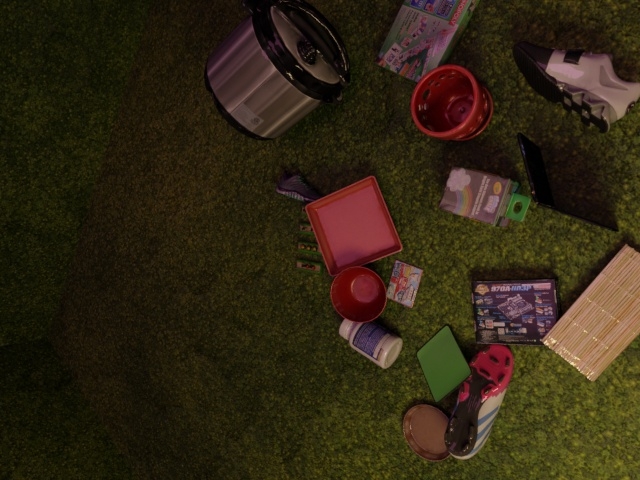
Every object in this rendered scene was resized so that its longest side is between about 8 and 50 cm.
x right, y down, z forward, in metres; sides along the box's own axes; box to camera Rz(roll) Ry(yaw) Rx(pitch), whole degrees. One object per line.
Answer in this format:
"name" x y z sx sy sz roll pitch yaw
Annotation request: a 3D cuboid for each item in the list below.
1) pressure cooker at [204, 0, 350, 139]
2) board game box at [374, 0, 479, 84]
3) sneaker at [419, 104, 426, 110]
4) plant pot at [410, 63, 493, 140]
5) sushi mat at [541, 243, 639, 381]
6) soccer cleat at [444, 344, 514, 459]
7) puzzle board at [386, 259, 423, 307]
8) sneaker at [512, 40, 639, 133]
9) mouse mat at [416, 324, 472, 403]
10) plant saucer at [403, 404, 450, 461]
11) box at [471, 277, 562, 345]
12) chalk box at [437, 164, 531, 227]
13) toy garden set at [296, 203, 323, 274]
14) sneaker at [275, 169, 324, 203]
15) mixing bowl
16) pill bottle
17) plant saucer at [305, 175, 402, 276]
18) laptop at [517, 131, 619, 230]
"pressure cooker" -0.123 -0.572 1.535 0.420 0.370 0.375 -30 77 36
"board game box" 0.323 -0.644 1.410 0.214 0.046 0.317 38 111 28
"sneaker" 0.318 -0.405 1.424 0.083 0.032 0.036 -30 73 33
"plant pot" 0.370 -0.370 1.299 0.191 0.174 0.191 0 91 35
"sushi mat" 0.700 0.176 1.128 0.151 0.019 0.316 39 105 21
"soccer cleat" 0.443 0.446 1.303 0.116 0.143 0.331 23 80 39
"puzzle board" 0.264 0.137 1.481 0.096 0.011 0.128 21 103 34
"sneaker" 0.632 -0.416 1.161 0.146 0.122 0.330 -43 64 8
"mouse mat" 0.354 0.356 1.359 0.152 0.007 0.189 -51 29 25
"plant saucer" 0.334 0.582 1.424 0.169 0.029 0.168 0 89 35
"box" 0.528 0.192 1.266 0.220 0.051 0.175 -7 86 36
"chalk box" 0.456 -0.113 1.268 0.213 0.132 0.132 23 103 32
"toy garden set" 0.000 0.000 1.646 0.204 0.049 0.244 8 95 35
"sneaker" -0.068 -0.193 1.676 0.224 0.083 0.098 20 97 35
"mixing bowl" 0.133 0.166 1.508 0.182 0.098 0.181 2 97 19
"pill bottle" 0.157 0.315 1.498 0.187 0.112 0.111 28 106 32
"plant saucer" 0.109 -0.044 1.530 0.259 0.048 0.258 -23 83 19
"laptop" 0.589 -0.134 1.107 0.137 0.234 0.264 -16 81 34
